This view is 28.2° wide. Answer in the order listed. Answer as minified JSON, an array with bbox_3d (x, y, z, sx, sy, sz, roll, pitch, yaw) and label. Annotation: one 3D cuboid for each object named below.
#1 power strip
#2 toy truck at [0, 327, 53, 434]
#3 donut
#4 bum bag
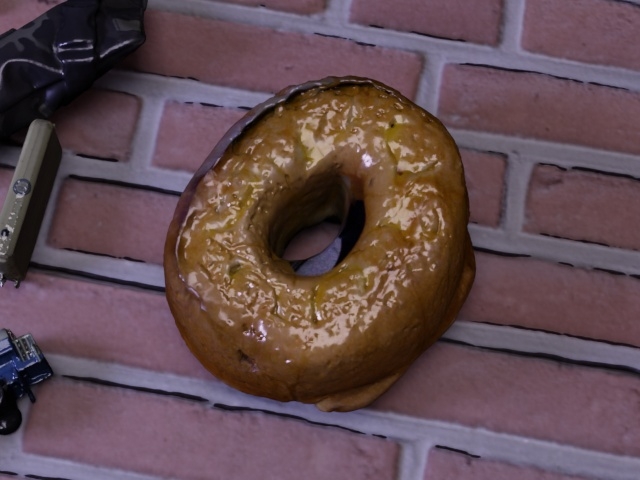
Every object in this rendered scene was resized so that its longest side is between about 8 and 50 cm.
[{"bbox_3d":[-0.292,-0.033,1.252,0.028,0.076,0.169,13,69,1],"label":"power strip"},{"bbox_3d":[-0.350,0.151,1.184,0.202,0.074,0.088,-27,68,-11],"label":"toy truck"},{"bbox_3d":[0.000,0.000,1.209,0.299,0.150,0.317,0,70,2],"label":"donut"},{"bbox_3d":[-0.313,-0.159,1.285,0.340,0.095,0.144,-34,44,-14],"label":"bum bag"}]
